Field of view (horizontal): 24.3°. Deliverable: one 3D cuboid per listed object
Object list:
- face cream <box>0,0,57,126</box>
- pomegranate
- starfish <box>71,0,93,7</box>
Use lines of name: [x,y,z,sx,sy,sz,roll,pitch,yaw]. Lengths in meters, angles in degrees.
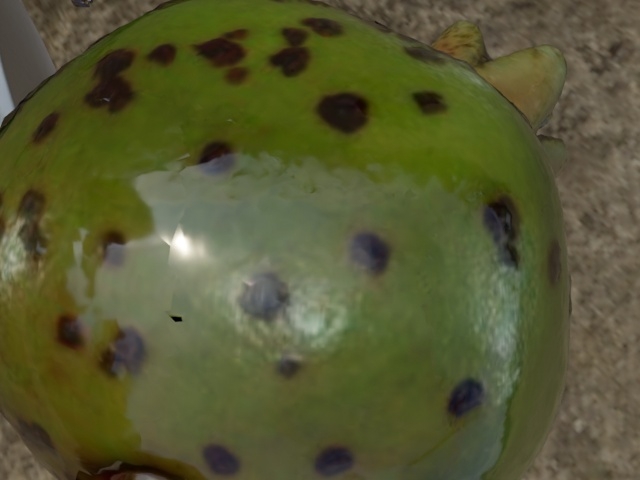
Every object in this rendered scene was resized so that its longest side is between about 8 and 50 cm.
face cream: [-0.248,-0.035,0.930,0.179,0.218,0.218,-19,120,1]
pomegranate: [-0.017,0.000,0.582,0.231,0.286,0.230,3,116,7]
starfish: [-0.334,-0.421,1.471,0.398,0.132,0.383,16,141,2]
